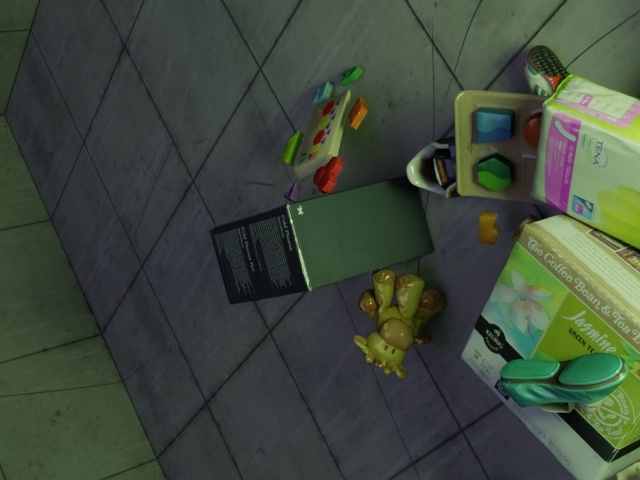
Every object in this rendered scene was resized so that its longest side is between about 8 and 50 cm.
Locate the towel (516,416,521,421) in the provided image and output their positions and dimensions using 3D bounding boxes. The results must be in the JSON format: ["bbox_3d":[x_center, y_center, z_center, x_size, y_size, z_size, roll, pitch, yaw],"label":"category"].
[{"bbox_3d":[0.408,0.284,1.888,0.110,0.027,0.148,60,140,18],"label":"towel"}]

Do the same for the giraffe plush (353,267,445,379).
[{"bbox_3d":[0.148,0.188,2.028,0.182,0.170,0.210,14,124,12],"label":"giraffe plush"}]

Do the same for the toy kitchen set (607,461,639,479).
[{"bbox_3d":[0.590,0.480,1.674,0.166,0.122,0.207,147,114,-68],"label":"toy kitchen set"}]

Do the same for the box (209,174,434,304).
[{"bbox_3d":[0.000,0.000,2.060,0.313,0.343,0.178,-15,90,55],"label":"box"}]

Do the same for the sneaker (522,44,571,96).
[{"bbox_3d":[0.405,-0.259,1.692,0.161,0.057,0.075,60,165,11],"label":"sneaker"}]

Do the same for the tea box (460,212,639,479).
[{"bbox_3d":[0.458,0.167,1.617,0.329,0.220,0.323,46,134,33],"label":"tea box"}]

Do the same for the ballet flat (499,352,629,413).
[{"bbox_3d":[0.386,0.224,1.495,0.247,0.083,0.087,-13,116,54],"label":"ballet flat"}]

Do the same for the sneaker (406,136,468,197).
[{"bbox_3d":[0.296,-0.144,1.807,0.321,0.128,0.126,-15,89,52],"label":"sneaker"}]

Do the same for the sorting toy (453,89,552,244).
[{"bbox_3d":[0.350,-0.114,1.708,0.229,0.041,0.307,6,125,20],"label":"sorting toy"}]

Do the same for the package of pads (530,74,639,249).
[{"bbox_3d":[0.477,-0.108,1.495,0.297,0.101,0.229,29,148,26],"label":"package of pads"}]

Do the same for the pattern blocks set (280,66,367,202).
[{"bbox_3d":[0.007,-0.225,2.086,0.285,0.026,0.324,-11,54,57],"label":"pattern blocks set"}]
